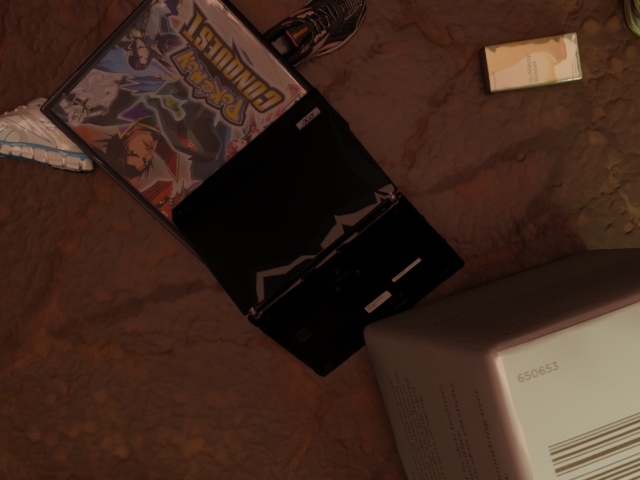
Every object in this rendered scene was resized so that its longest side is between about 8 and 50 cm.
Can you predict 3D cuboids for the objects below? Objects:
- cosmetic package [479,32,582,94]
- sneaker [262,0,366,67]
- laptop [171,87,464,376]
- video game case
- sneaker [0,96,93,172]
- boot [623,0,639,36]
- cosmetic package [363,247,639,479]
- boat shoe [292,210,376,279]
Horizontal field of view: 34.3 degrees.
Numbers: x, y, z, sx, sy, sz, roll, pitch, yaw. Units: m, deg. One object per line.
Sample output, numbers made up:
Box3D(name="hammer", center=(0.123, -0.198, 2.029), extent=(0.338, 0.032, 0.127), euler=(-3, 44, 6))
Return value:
Box3D(name="cosmetic package", center=(0.258, -0.217, 1.275), extent=(0.115, 0.041, 0.060), euler=(-10, 94, 0))
Box3D(name="sneaker", center=(-0.017, -0.248, 1.253), extent=(0.178, 0.077, 0.072), euler=(-40, 93, 2))
Box3D(name="laptop", center=(0.000, 0.000, 1.251), extent=(0.234, 0.137, 0.264), euler=(-39, 134, 9))
Box3D(name="video game case", center=(-0.147, -0.145, 1.227), extent=(0.248, 0.035, 0.275), euler=(-42, 105, 14))
Box3D(name="sneaker", center=(-0.366, -0.139, 1.267), extent=(0.190, 0.071, 0.083), euler=(11, 87, -10))
Box3D(name="boot", center=(0.398, -0.351, 1.206), extent=(0.077, 0.165, 0.213), euler=(-9, 95, -1))
Box3D(name="cosmetic package", center=(0.285, 0.203, 1.094), extent=(0.327, 0.393, 0.330), euler=(-18, 93, -14))
Box3D(name="boat shoe", center=(0.011, -0.001, 1.284), extent=(0.142, 0.040, 0.049), euler=(-28, 111, 1))
